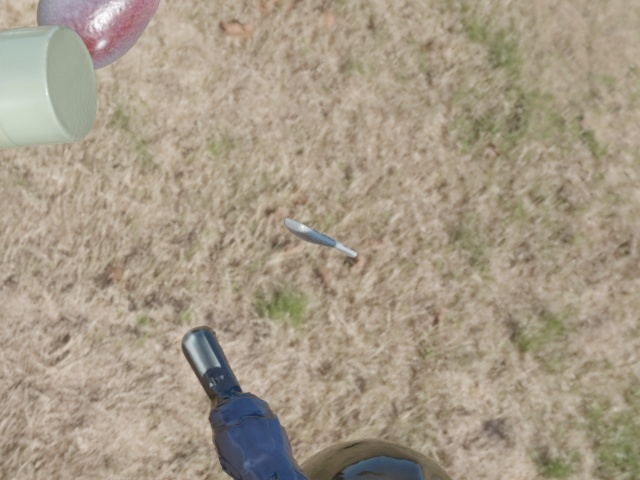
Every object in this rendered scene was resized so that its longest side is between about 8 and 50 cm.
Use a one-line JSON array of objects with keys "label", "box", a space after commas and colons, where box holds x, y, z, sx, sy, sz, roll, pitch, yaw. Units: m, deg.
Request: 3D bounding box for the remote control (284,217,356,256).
[{"label": "remote control", "box": [0.000, 0.000, 1.531, 0.050, 0.027, 0.184, 25, 0, 40]}]

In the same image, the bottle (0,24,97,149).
[{"label": "bottle", "box": [-0.243, -0.086, 0.504, 0.201, 0.072, 0.072, -3, 53, 10]}]

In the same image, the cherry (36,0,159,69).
[{"label": "cherry", "box": [-0.246, -0.233, 0.899, 0.148, 0.115, 0.188, -3, 34, 7]}]

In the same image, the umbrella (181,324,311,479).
[{"label": "umbrella", "box": [-0.052, 0.164, 0.625, 0.071, 0.071, 0.248, -13, 55, -39]}]

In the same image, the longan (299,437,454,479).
[{"label": "longan", "box": [0.054, 0.393, 0.952, 0.319, 0.319, 0.319, 18, 51, -23]}]
